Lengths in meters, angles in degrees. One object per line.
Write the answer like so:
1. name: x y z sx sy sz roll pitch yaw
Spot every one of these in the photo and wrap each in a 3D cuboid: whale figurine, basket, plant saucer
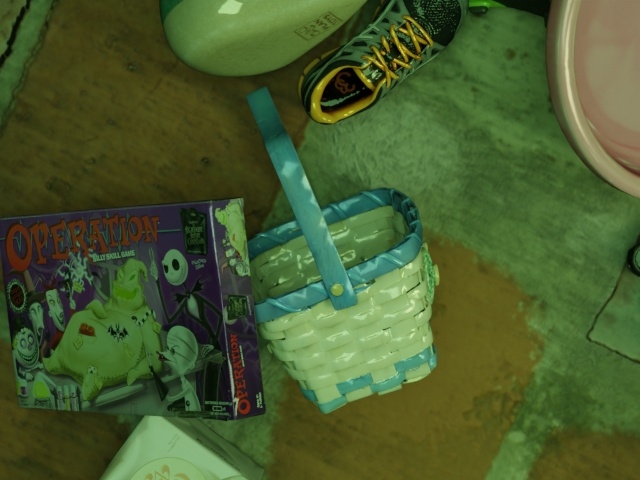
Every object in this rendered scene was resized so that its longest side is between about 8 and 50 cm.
1. whale figurine: -0.035 -0.269 1.618 0.272 0.216 0.141 -23 74 19
2. basket: 0.000 0.000 1.611 0.201 0.255 0.289 -26 111 3
3. plant saucer: 0.351 -0.204 1.606 0.332 0.084 0.332 -7 105 -26

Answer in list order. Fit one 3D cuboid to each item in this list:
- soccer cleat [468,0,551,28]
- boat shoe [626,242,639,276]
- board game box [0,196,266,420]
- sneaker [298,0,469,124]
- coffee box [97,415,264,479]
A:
1. soccer cleat: 0.186 -0.298 1.675 0.289 0.093 0.121 16 64 6
2. boat shoe: 0.383 0.000 1.694 0.133 0.042 0.049 -26 90 2
3. board game box: -0.197 0.069 1.611 0.347 0.056 0.208 -4 90 45
4. sneaker: 0.067 -0.188 1.651 0.215 0.083 0.084 -40 106 19
5. coffee box: -0.188 0.306 1.706 0.141 0.098 0.246 37 94 0
